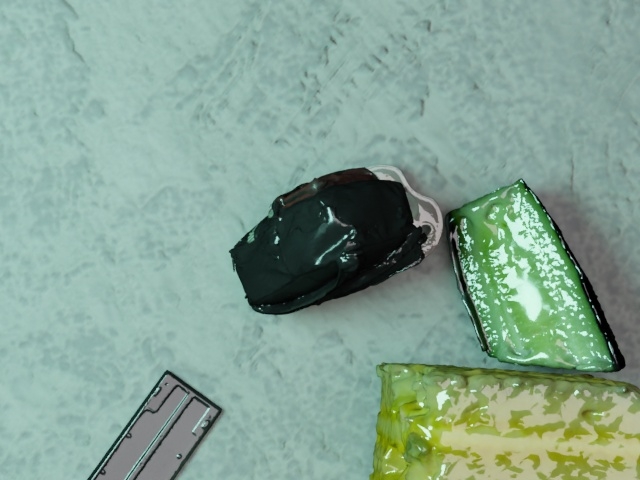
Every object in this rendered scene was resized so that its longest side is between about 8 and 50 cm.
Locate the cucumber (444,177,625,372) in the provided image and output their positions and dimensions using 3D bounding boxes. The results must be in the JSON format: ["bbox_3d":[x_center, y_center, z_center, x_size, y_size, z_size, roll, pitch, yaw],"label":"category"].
[{"bbox_3d":[0.193,0.044,1.808,0.115,0.086,0.193,-26,88,24],"label":"cucumber"}]

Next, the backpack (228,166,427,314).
[{"bbox_3d":[-0.003,0.001,1.744,0.120,0.165,0.106,-10,81,-52],"label":"backpack"}]

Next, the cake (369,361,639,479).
[{"bbox_3d":[0.153,0.254,1.727,0.227,0.222,0.286,4,88,-5],"label":"cake"}]

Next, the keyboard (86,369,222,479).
[{"bbox_3d":[-0.172,0.215,1.789,0.067,0.011,0.202,36,84,-7],"label":"keyboard"}]

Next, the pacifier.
[{"bbox_3d":[0.066,-0.022,1.793,0.099,0.078,0.081,40,77,-6],"label":"pacifier"}]
